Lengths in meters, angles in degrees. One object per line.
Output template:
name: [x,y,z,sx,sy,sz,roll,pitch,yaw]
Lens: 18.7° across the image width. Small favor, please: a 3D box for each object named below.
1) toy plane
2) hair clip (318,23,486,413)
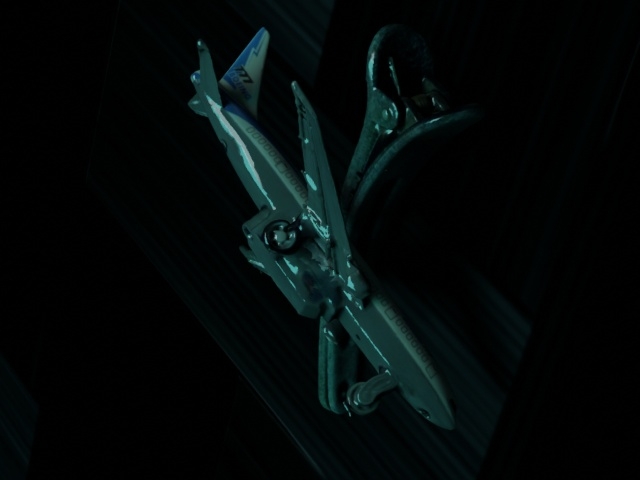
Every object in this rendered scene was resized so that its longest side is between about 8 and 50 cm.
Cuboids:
toy plane: [-0.004,0.000,0.951,0.226,0.058,0.226,63,164,14]
hair clip: [0.029,-0.001,0.992,0.070,0.039,0.229,52,143,33]
